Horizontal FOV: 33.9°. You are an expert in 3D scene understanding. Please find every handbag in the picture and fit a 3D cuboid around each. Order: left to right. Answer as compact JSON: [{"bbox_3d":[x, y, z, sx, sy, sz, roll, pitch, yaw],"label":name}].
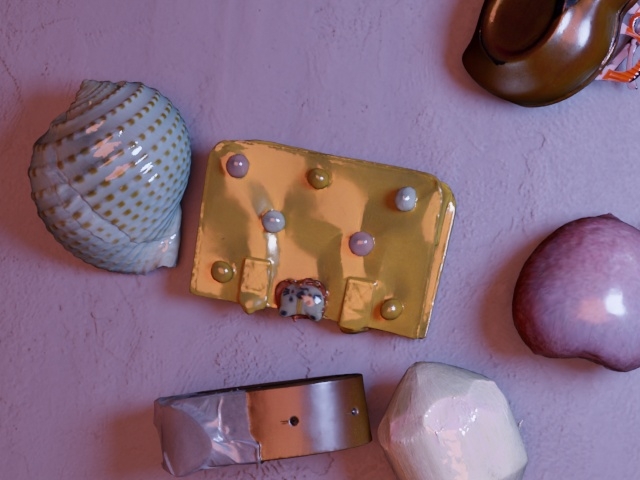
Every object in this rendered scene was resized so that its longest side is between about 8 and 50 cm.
[{"bbox_3d":[0.000,0.000,1.694,0.401,0.133,0.282,12,95,11],"label":"handbag"}]

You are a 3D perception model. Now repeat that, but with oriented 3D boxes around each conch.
[{"bbox_3d":[-0.353,-0.098,1.720,0.303,0.215,0.319,-16,84,20],"label":"conch"}]

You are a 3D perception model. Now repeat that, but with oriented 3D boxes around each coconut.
[{"bbox_3d":[0.197,0.294,1.596,0.224,0.224,0.233,-13,85,10],"label":"coconut"}]

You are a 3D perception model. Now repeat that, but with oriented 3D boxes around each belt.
[{"bbox_3d":[-0.092,0.286,1.646,0.339,0.217,0.122,-9,86,14],"label":"belt"}]

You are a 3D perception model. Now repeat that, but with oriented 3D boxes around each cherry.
[{"bbox_3d":[0.408,0.073,1.565,0.240,0.206,0.239,1,92,23],"label":"cherry"}]

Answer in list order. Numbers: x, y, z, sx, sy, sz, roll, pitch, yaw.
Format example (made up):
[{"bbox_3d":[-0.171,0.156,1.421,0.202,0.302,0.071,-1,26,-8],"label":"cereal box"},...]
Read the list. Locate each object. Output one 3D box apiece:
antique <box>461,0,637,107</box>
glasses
[{"bbox_3d":[0.339,-0.328,1.597,0.278,0.129,0.223,-37,59,30],"label":"antique"},{"bbox_3d":[0.470,-0.350,1.638,0.162,0.095,0.255,32,96,26],"label":"glasses"}]
